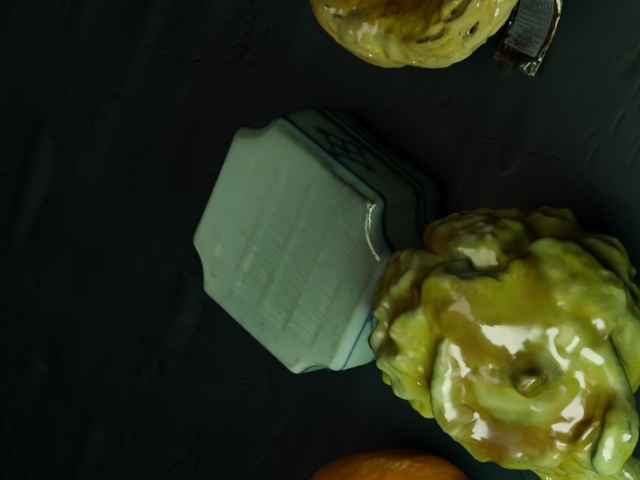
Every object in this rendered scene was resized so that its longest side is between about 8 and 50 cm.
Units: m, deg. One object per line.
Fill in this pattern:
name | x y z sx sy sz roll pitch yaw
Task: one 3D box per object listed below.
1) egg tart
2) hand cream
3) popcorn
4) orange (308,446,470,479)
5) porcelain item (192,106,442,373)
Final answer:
egg tart | 0.109 -0.378 1.481 0.387 0.169 0.388 18 116 41
hand cream | 0.237 -0.266 1.487 0.062 0.039 0.163 32 125 30
popcorn | 0.219 0.105 1.436 0.335 0.274 0.279 18 78 -2
orange | 0.091 0.389 1.634 0.283 0.226 0.284 13 113 34
porcelain item | 0.000 0.000 1.667 0.281 0.157 0.286 39 121 26
